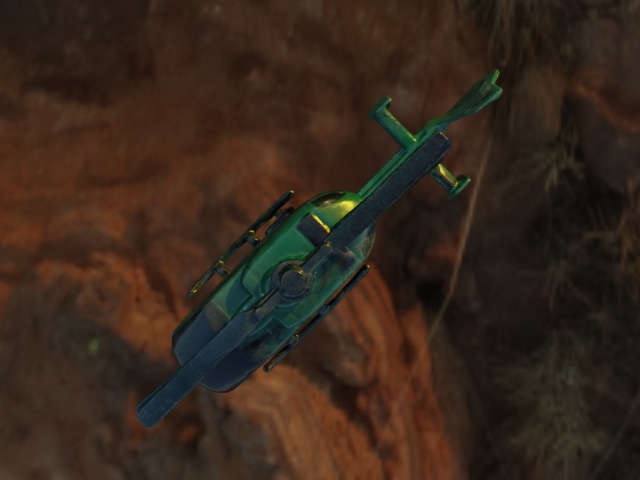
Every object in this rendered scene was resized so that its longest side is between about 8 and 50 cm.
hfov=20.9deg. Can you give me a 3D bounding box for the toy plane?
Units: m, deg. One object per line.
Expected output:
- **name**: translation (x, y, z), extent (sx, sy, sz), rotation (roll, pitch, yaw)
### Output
- **toy plane**: translation (0.000, 0.000, 0.840), extent (0.235, 0.096, 0.060), rotation (-45, 90, 3)
